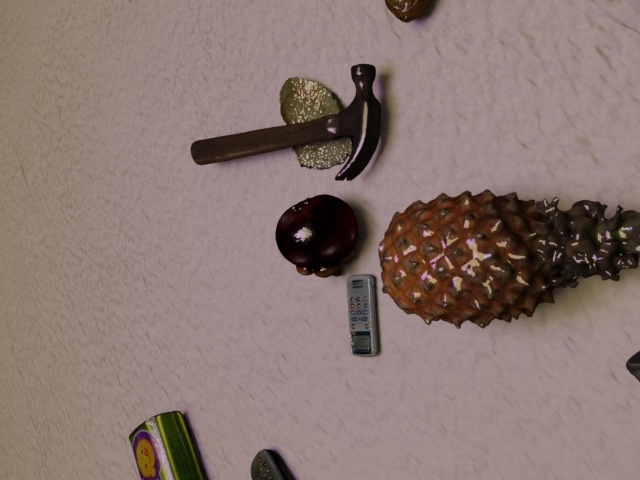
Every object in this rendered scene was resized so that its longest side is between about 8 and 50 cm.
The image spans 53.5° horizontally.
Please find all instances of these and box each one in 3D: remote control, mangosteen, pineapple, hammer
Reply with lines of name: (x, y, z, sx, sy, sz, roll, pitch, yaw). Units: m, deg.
remote control: (0.064, 0.114, 0.968, 0.053, 0.017, 0.125, -7, 83, 45)
mangosteen: (0.000, 0.000, 0.977, 0.140, 0.140, 0.140, -2, 87, 44)
pineapple: (0.236, 0.013, 0.702, 0.361, 0.175, 0.175, -8, 83, 45)
hammer: (-0.077, -0.173, 1.071, 0.439, 0.044, 0.169, 0, 90, 44)
remote control: (-0.051, 0.447, 1.052, 0.222, 0.042, 0.072, 49, 120, 35)

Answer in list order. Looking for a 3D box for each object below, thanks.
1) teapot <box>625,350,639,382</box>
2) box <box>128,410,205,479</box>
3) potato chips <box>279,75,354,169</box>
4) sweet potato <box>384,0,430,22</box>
teapot: (0.387, 0.141, 0.554, 0.149, 0.162, 0.239, 66, 161, 12)
box: (-0.274, 0.518, 1.229, 0.134, 0.097, 0.346, -44, 60, 33)
potato chips: (-0.013, -0.188, 1.052, 0.209, 0.026, 0.143, 27, 108, 40)
sweet potato: (0.136, -0.421, 0.891, 0.081, 0.062, 0.233, 16, 97, 28)
